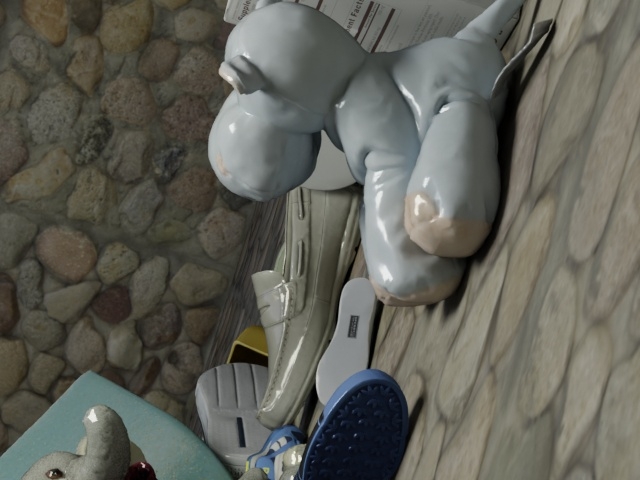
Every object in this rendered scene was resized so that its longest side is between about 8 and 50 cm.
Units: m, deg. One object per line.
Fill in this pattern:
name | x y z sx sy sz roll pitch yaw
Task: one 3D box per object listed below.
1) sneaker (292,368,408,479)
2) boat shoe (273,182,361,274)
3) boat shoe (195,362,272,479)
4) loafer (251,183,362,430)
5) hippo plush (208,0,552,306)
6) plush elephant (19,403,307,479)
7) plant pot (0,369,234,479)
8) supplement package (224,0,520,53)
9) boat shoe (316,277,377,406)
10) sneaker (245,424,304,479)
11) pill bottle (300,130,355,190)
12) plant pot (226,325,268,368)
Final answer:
sneaker | 0.012 0.199 1.337 0.090 0.081 0.232 -104 30 -64
boat shoe | 0.000 0.000 1.998 0.081 0.069 0.227 13 88 48
boat shoe | -0.105 0.253 1.960 0.335 0.121 0.119 -86 1 -73
loafer | -0.033 0.070 1.881 0.112 0.112 0.319 127 159 -72
hippo plush | 0.025 -0.091 1.287 0.234 0.237 0.294 -82 11 -55
plush elephant | -0.186 0.275 1.510 0.330 0.255 0.272 -51 -6 36
plant pot | -0.218 0.342 1.780 0.248 0.252 0.247 -48 -34 -43
supplement package | 0.053 -0.251 1.429 0.134 0.244 0.139 118 167 -58
boat shoe | 0.031 0.107 1.586 0.040 0.049 0.142 76 -152 -65
sneaker | -0.038 0.251 1.764 0.144 0.059 0.053 -43 -47 -66
pill bottle | 0.017 -0.216 1.915 0.176 0.176 0.318 114 170 -47
plant pot | -0.083 0.167 2.206 0.083 0.081 0.081 -61 -7 -60
